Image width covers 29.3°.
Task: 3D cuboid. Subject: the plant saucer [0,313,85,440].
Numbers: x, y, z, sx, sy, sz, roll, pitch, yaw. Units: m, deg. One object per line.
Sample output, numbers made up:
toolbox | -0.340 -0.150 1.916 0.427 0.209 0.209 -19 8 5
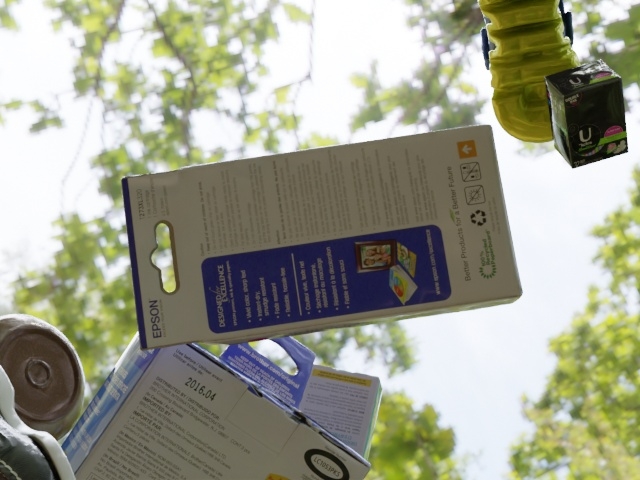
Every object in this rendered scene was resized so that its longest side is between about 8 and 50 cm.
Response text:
plant saucer | -0.413 0.195 1.760 0.036 0.198 0.199 -27 -96 40

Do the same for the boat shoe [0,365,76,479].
boat shoe | -0.265 0.187 0.964 0.302 0.091 0.114 26 -61 55

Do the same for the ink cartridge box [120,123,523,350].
ink cartridge box | 0.000 0.000 1.203 0.069 0.371 0.176 97 -15 -78

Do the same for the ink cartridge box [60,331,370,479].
ink cartridge box | -0.138 0.266 1.290 0.270 0.395 0.151 37 -6 -18

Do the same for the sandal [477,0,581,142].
sandal | 0.214 -0.271 1.308 0.138 0.126 0.317 -82 168 -67

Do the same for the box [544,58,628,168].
box | 0.260 -0.123 1.195 0.052 0.062 0.083 -113 -172 -58

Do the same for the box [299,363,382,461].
box | 0.006 0.286 1.555 0.060 0.100 0.244 68 34 -69
